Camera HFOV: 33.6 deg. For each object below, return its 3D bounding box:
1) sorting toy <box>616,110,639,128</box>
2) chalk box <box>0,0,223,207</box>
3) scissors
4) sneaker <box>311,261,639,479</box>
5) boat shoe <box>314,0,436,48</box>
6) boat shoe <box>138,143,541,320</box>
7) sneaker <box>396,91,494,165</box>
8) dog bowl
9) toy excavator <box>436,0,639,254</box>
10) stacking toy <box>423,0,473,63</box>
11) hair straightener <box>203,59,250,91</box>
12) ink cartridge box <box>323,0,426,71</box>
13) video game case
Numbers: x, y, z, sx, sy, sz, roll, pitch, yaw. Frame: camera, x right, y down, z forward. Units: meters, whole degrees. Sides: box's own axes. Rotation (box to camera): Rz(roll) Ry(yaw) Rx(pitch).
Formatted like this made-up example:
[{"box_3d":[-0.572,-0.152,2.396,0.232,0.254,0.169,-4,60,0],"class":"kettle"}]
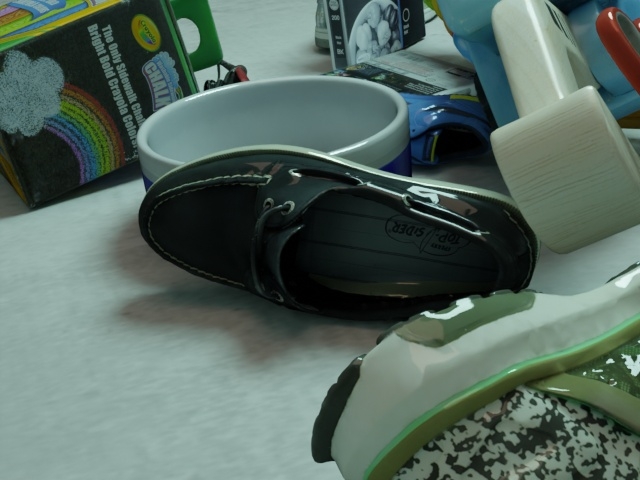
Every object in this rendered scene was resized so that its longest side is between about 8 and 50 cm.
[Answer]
[{"box_3d":[0.449,-0.098,1.045,0.348,0.047,0.196,13,27,43],"class":"sorting toy"},{"box_3d":[-0.253,-0.194,1.207,0.289,0.180,0.179,-27,32,-21],"class":"chalk box"},{"box_3d":[0.293,-0.045,0.752,0.021,0.297,0.109,-37,-9,33],"class":"scissors"},{"box_3d":[0.206,0.114,0.621,0.410,0.158,0.182,-15,58,-22],"class":"sneaker"},{"box_3d":[0.096,-0.385,1.658,0.118,0.103,0.320,13,32,35],"class":"boat shoe"},{"box_3d":[0.000,0.004,0.848,0.340,0.127,0.113,11,20,11],"class":"boat shoe"},{"box_3d":[0.087,-0.117,1.145,0.209,0.069,0.082,0,30,13],"class":"sneaker"},{"box_3d":[-0.042,-0.074,1.043,0.265,0.104,0.265,-5,25,3],"class":"dog bowl"},{"box_3d":[0.199,-0.185,0.936,0.222,0.433,0.445,-25,-16,25],"class":"toy excavator"},{"box_3d":[0.182,-0.354,1.398,0.175,0.166,0.302,10,27,-44],"class":"stacking toy"},{"box_3d":[-0.131,-0.191,1.345,0.089,0.047,0.230,-29,24,3],"class":"hair straightener"},{"box_3d":[0.074,-0.362,1.494,0.045,0.208,0.206,8,29,36],"class":"ink cartridge box"},{"box_3d":[0.100,-0.202,1.374,0.173,0.022,0.190,-21,30,-29],"class":"video game case"}]
